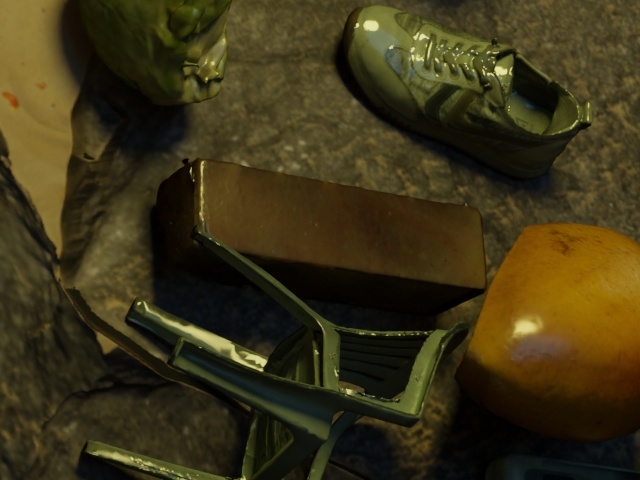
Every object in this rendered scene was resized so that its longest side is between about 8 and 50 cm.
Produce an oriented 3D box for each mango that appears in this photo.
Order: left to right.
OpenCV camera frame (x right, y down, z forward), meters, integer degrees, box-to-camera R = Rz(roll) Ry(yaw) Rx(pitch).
[{"bbox_3d":[0.226,0.085,1.622,0.350,0.199,0.201,-10,97,-66],"label":"mango"}]

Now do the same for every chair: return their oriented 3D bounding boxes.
[{"bbox_3d":[-0.022,0.116,1.482,0.274,0.203,0.190,27,48,-18],"label":"chair"}]

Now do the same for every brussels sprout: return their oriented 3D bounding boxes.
[{"bbox_3d":[-0.138,-0.213,1.564,0.131,0.145,0.183,-17,126,-61],"label":"brussels sprout"}]

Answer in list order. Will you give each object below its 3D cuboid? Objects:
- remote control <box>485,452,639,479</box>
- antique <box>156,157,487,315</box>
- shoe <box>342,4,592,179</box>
[{"bbox_3d":[0.285,0.287,1.712,0.296,0.056,0.140,12,68,-32],"label":"remote control"},{"bbox_3d":[0.000,0.000,1.602,0.310,0.093,0.087,9,68,-32],"label":"antique"},{"bbox_3d":[0.145,-0.156,1.762,0.275,0.098,0.103,23,57,-24],"label":"shoe"}]
